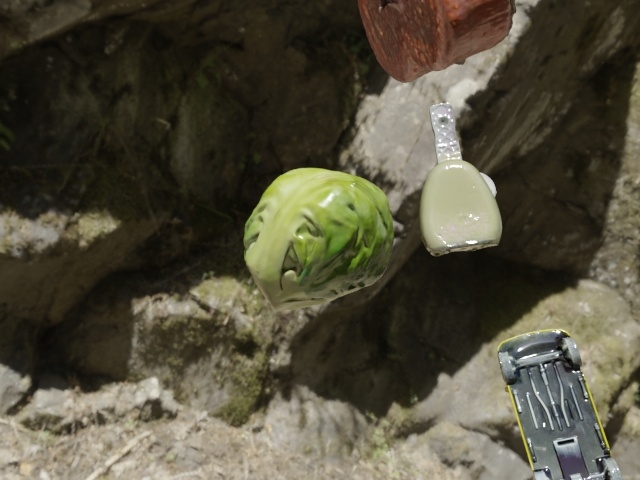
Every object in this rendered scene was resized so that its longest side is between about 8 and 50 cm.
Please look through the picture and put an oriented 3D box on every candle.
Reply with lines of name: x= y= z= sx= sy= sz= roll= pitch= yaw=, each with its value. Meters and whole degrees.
candle: x=0.123 y=-0.364 z=0.954 sx=0.317 sy=0.132 sz=0.287 roll=-147 pitch=-147 yaw=-74

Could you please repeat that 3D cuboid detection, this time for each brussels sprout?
brussels sprout: x=0.000 y=0.000 z=0.957 sx=0.223 sy=0.223 sz=0.161 roll=19 pitch=32 yaw=-35

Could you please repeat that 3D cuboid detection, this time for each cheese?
cheese: x=0.162 y=-0.078 z=0.839 sx=0.097 sy=0.191 sz=0.037 roll=-8 pitch=-13 yaw=7

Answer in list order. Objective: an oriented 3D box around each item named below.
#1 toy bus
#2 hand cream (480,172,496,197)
toy bus: x=0.428 y=0.334 z=1.241 sx=0.152 sy=0.144 sz=0.330 roll=60 pitch=18 yaw=-59
hand cream: x=0.212 y=-0.073 z=0.954 sx=0.084 sy=0.053 sz=0.142 roll=29 pitch=15 yaw=1
